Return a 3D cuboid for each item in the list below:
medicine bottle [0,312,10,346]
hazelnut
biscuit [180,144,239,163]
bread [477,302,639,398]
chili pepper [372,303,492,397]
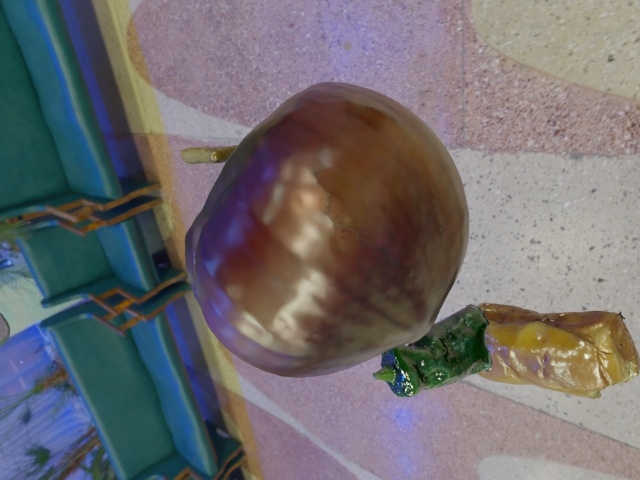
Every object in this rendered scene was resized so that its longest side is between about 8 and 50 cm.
[{"bbox_3d":[-0.441,0.127,0.277,0.219,0.388,0.219,26,146,20],"label":"medicine bottle"},{"bbox_3d":[0.000,0.000,0.622,0.359,0.359,0.409,40,118,17],"label":"hazelnut"},{"bbox_3d":[-0.200,-0.193,0.989,0.183,0.174,0.039,10,112,47],"label":"biscuit"},{"bbox_3d":[0.471,0.235,0.970,0.344,0.149,0.195,-6,129,53],"label":"bread"},{"bbox_3d":[0.214,0.224,0.871,0.099,0.270,0.136,19,116,54],"label":"chili pepper"}]
